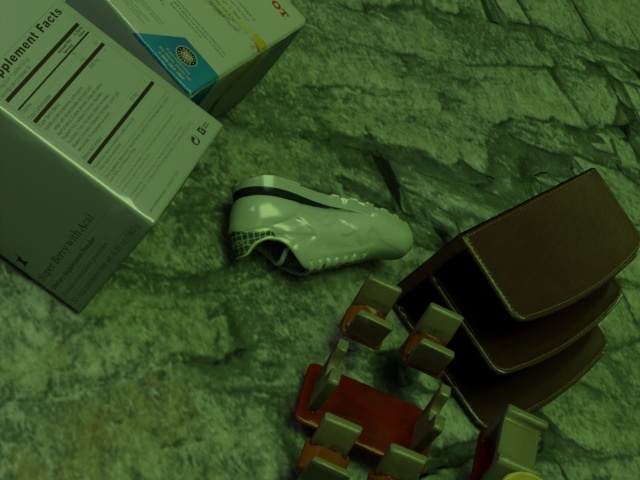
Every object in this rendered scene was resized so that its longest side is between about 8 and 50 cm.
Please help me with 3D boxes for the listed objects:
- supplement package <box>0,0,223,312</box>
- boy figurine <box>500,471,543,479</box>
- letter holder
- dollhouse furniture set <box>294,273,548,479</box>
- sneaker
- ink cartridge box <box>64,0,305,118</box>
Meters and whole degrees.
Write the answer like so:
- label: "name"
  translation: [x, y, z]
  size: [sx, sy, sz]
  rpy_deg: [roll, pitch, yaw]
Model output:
- label: "supplement package"
  translation: [-0.282, -0.108, 1.363]
  size: [0.293, 0.177, 0.175]
  rpy_deg: [37, 44, -8]
- label: "boy figurine"
  translation: [0.272, 0.322, 1.320]
  size: [0.177, 0.092, 0.285]
  rpy_deg: [-27, 50, -33]
- label: "letter holder"
  translation: [0.267, 0.072, 1.674]
  size: [0.301, 0.152, 0.214]
  rpy_deg: [-24, 77, -46]
- label: "dollhouse furniture set"
  translation: [0.097, 0.210, 1.482]
  size: [0.259, 0.135, 0.262]
  rpy_deg: [25, 45, -6]
- label: "sneaker"
  translation: [0.000, 0.000, 1.582]
  size: [0.235, 0.090, 0.095]
  rpy_deg: [12, 65, -26]
- label: "ink cartridge box"
  translation: [-0.169, -0.216, 1.539]
  size: [0.171, 0.168, 0.232]
  rpy_deg: [48, 43, 2]
